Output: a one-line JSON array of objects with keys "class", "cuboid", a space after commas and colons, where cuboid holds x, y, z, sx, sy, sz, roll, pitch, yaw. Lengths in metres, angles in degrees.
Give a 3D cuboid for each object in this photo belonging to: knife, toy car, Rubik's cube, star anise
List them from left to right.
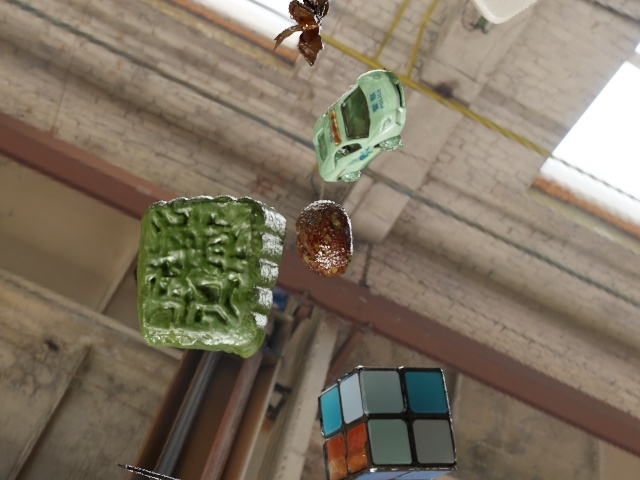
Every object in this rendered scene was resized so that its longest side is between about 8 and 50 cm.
[{"class": "knife", "cuboid": [-0.220, 0.385, 1.371, 0.230, 0.060, 0.028, 14, -107, 5]}, {"class": "star anise", "cuboid": [-0.054, -0.436, 1.740, 0.144, 0.140, 0.158, 6, -148, 23]}, {"class": "toy car", "cuboid": [0.035, -0.128, 0.962, 0.058, 0.186, 0.093, -4, -103, -24]}, {"class": "Rubik's cube", "cuboid": [0.109, 0.323, 1.480, 0.167, 0.183, 0.180, 6, -119, -25]}]

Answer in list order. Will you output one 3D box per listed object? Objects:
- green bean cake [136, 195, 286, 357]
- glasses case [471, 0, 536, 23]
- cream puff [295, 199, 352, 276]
[{"class": "green bean cake", "cuboid": [-0.174, 0.057, 1.349, 0.125, 0.222, 0.248, 19, -109, -67]}, {"class": "glasses case", "cuboid": [0.312, -0.420, 1.058, 0.144, 0.336, 0.076, 50, -166, -26]}, {"class": "cream puff", "cuboid": [0.000, 0.000, 1.538, 0.084, 0.149, 0.149, -4, -129, -20]}]
